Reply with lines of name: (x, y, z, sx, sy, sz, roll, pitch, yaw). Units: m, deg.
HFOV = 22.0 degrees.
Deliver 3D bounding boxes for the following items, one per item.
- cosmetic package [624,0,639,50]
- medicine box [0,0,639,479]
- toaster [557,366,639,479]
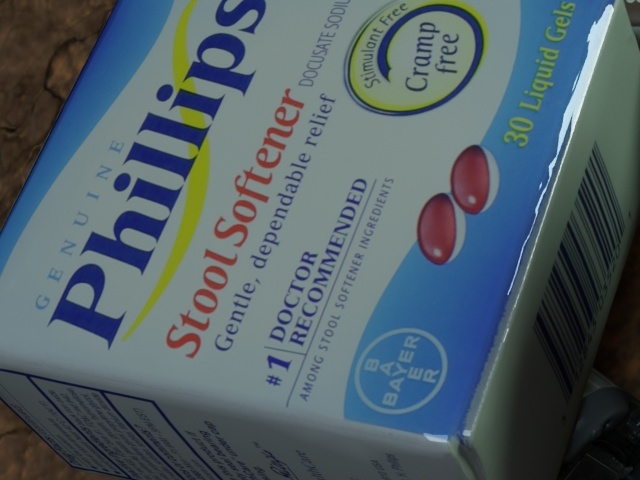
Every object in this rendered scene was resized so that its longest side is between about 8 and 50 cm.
cosmetic package: (0.267, -0.183, 0.895, 0.385, 0.156, 0.217, 1, 75, 31)
medicine box: (0.000, 0.000, 0.865, 0.289, 0.149, 0.264, 8, 62, 27)
toaster: (0.084, 0.122, 0.927, 0.146, 0.129, 0.227, 40, 94, 34)
